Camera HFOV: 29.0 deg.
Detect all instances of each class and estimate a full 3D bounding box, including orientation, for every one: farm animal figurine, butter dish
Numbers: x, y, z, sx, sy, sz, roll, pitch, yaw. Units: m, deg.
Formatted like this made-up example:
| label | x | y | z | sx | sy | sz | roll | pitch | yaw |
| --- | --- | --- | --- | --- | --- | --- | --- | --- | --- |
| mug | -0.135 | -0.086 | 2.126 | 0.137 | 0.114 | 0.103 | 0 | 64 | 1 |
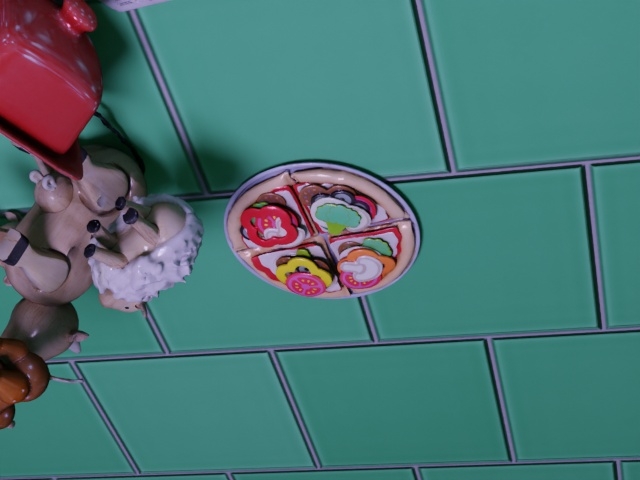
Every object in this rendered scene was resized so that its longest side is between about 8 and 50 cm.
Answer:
| label | x | y | z | sx | sy | sz | roll | pitch | yaw |
| --- | --- | --- | --- | --- | --- | --- | --- | --- | --- |
| farm animal figurine | -0.286 | 0.024 | 1.196 | 0.327 | 0.330 | 0.172 | -45 | 142 | 2 |
| butter dish | -0.237 | -0.158 | 1.044 | 0.118 | 0.160 | 0.160 | -39 | 131 | 18 |

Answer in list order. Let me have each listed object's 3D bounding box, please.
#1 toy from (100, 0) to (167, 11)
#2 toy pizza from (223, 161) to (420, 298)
| label | x | y | z | sx | sy | sz | roll | pitch | yaw |
| --- | --- | --- | --- | --- | --- | --- | --- | --- | --- |
| toy | -0.114 | -0.250 | 0.977 | 0.237 | 0.056 | 0.137 | -11 | 158 | 32 |
| toy pizza | 0.000 | 0.000 | 1.256 | 0.201 | 0.032 | 0.201 | 5 | 137 | 4 |
